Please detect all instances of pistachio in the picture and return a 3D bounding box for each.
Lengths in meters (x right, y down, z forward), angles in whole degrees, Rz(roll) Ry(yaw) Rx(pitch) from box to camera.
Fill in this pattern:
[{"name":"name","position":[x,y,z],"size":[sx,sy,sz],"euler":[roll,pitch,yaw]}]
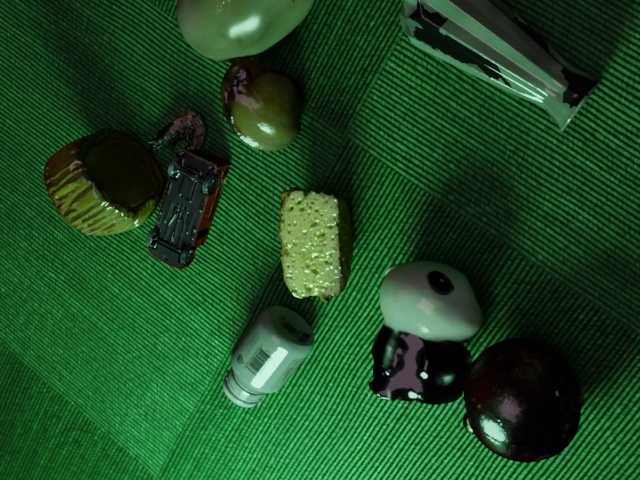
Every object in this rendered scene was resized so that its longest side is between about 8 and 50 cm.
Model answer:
[{"name":"pistachio","position":[-0.117,-0.277,1.724],"size":[0.165,0.130,0.210],"euler":[-42,124,-9]}]

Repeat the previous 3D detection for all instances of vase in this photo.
[{"name":"vase","position":[0.315,-0.341,1.516],"size":[0.360,0.165,0.165],"euler":[38,113,9]}]

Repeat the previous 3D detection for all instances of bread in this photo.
[{"name":"bread","position":[-0.469,-0.121,1.863],"size":[0.142,0.253,0.227],"euler":[-29,96,28]},{"name":"bread","position":[0.000,0.000,1.734],"size":[0.143,0.139,0.229],"euler":[4,103,22]}]

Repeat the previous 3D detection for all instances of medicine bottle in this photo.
[{"name":"medicine bottle","position":[-0.120,0.256,1.842],"size":[0.135,0.135,0.215],"euler":[43,114,11]}]

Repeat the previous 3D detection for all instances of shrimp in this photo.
[{"name":"shrimp","position":[-0.319,-0.222,1.893],"size":[0.161,0.034,0.091],"euler":[-28,89,25]}]

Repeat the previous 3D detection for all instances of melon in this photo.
[{"name":"melon","position":[-0.139,-0.481,1.651],"size":[0.317,0.223,0.223],"euler":[-31,87,32]}]

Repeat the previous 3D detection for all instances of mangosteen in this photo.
[{"name":"mangosteen","position":[0.349,0.309,1.603],"size":[0.289,0.231,0.231],"euler":[-36,84,48]}]

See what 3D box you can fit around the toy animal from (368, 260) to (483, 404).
[{"name":"toy animal","position":[0.206,0.172,1.645],"size":[0.212,0.212,0.267],"euler":[15,95,21]}]

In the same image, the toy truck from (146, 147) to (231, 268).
[{"name":"toy truck","position":[-0.284,-0.069,1.865],"size":[0.107,0.114,0.253],"euler":[25,108,16]}]
